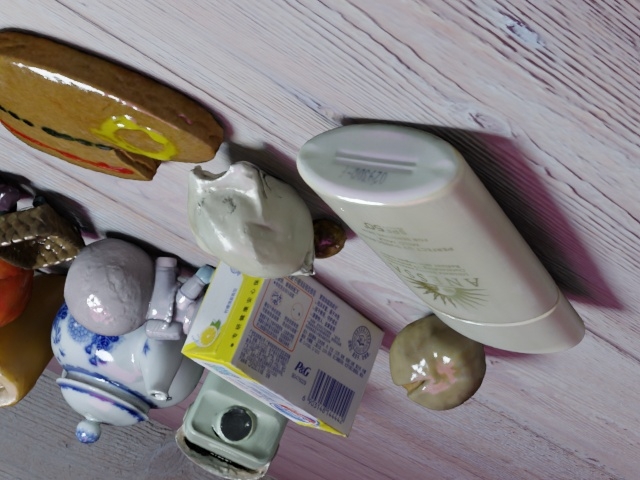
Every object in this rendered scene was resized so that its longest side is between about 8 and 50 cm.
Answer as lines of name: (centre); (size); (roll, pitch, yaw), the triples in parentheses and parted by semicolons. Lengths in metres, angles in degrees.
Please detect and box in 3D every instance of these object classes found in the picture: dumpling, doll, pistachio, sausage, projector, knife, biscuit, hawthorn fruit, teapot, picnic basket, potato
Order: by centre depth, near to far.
biscuit: (-0.234, -0.117, 1.283); (0.262, 0.052, 0.277); (23, 163, -1)
dumpling: (-0.079, -0.021, 1.285); (0.136, 0.118, 0.199); (11, 145, 27)
potato: (0.000, 0.000, 1.361); (0.051, 0.040, 0.083); (30, 161, -7)
pistachio: (0.148, 0.150, 1.521); (0.124, 0.124, 0.185); (24, 179, -4)
picnic basket: (-0.409, -0.005, 1.745); (0.110, 0.055, 0.193); (-14, 170, 1)
doll: (-0.225, 0.094, 1.765); (0.287, 0.151, 0.151); (18, 163, 4)
knife: (-0.403, -0.027, 1.827); (0.028, 0.015, 0.210); (26, 163, 12)
hawthorn fruit: (-0.543, 0.045, 1.882); (0.211, 0.211, 0.299); (28, 169, -16)
teapot: (-0.319, 0.195, 1.939); (0.252, 0.280, 0.424); (32, 160, -26)
projector: (-0.125, 0.268, 1.983); (0.163, 0.243, 0.177); (25, 164, 0)
sausage: (-0.494, 0.145, 2.061); (0.134, 0.354, 0.116); (-1, 119, 13)

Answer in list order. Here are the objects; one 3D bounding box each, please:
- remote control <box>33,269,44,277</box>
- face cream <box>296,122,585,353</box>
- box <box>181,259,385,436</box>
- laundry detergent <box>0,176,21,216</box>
remote control: (-0.502, 0.098, 2.246); (0.230, 0.049, 0.090); (25, -165, -5)
face cream: (0.125, 0.009, 1.163); (0.173, 0.081, 0.348); (11, 159, 34)
box: (-0.043, 0.136, 1.618); (0.097, 0.168, 0.265); (4, 156, 42)
laundry detergent: (-0.501, -0.065, 1.740); (0.221, 0.078, 0.144); (7, 162, 35)
